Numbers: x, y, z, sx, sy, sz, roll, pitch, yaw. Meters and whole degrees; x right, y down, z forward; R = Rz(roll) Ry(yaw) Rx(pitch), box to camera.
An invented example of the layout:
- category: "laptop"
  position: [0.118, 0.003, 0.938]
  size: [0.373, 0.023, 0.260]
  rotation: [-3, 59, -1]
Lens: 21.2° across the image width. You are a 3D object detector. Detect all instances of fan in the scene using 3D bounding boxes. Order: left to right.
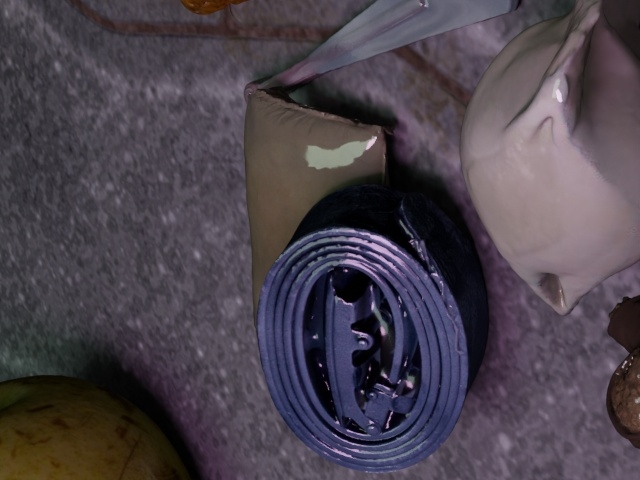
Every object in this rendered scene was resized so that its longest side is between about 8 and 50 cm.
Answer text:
- category: "fan"
  position: [0.031, -0.127, 1.103]
  size: [0.057, 0.023, 0.282]
  rotation: [58, 145, -5]

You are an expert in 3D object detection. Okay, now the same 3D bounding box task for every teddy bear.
- category: "teddy bear"
  position: [0.214, 0.043, 0.917]
  size: [0.119, 0.078, 0.160]
  rotation: [35, 99, 48]

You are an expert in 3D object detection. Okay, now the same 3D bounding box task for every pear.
- category: "pear"
  position: [-0.234, 0.254, 1.461]
  size: [0.283, 0.283, 0.283]
  rotation: [29, 131, 40]

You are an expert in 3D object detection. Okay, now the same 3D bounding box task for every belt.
- category: "belt"
  position: [0.035, 0.054, 1.116]
  size: [0.141, 0.082, 0.190]
  rotation: [3, 119, 15]

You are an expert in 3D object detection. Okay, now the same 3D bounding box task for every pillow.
- category: "pillow"
  position: [0.000, 0.000, 1.179]
  size: [0.119, 0.053, 0.208]
  rotation: [13, 122, 27]

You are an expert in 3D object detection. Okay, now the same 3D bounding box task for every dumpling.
- category: "dumpling"
  position: [0.140, -0.061, 0.924]
  size: [0.124, 0.151, 0.229]
  rotation: [11, 145, 7]

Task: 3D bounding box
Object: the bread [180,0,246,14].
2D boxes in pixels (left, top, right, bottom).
- category: "bread"
  position: [-0.049, -0.187, 1.149]
  size: [0.157, 0.044, 0.052]
  rotation: [-6, 111, 53]
